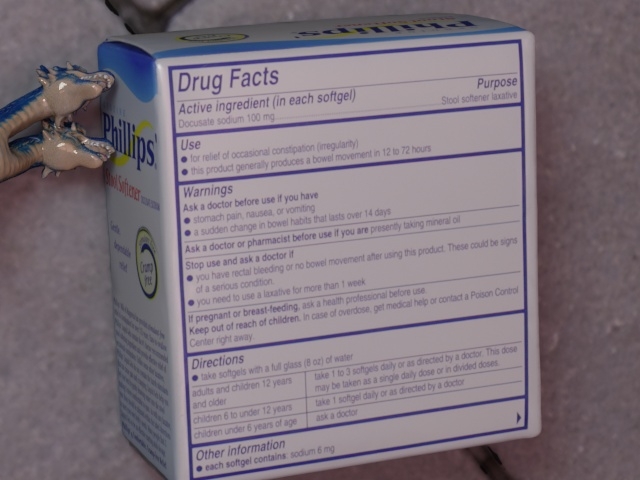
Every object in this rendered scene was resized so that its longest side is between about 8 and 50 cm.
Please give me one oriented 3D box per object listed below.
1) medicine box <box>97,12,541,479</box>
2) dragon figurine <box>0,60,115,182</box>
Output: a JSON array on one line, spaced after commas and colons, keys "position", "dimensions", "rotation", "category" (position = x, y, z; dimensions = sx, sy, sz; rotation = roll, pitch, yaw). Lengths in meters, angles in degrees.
[{"position": [0.000, 0.000, 1.355], "dimensions": [0.264, 0.149, 0.289], "rotation": [-6, 101, -21], "category": "medicine box"}, {"position": [-0.269, -0.045, 1.273], "dimensions": [0.289, 0.144, 0.085], "rotation": [-12, 106, 4], "category": "dragon figurine"}]
